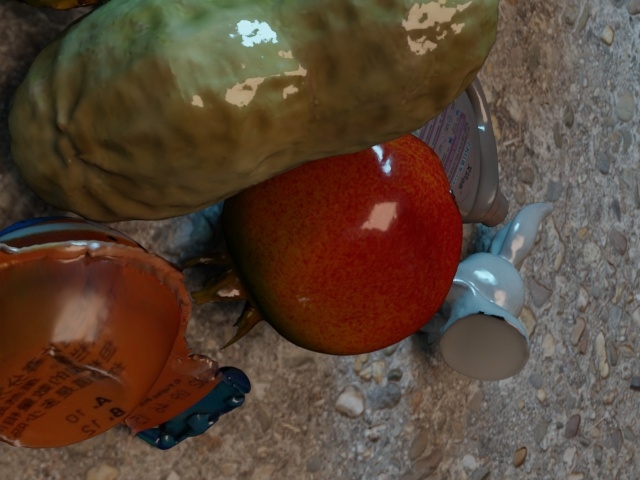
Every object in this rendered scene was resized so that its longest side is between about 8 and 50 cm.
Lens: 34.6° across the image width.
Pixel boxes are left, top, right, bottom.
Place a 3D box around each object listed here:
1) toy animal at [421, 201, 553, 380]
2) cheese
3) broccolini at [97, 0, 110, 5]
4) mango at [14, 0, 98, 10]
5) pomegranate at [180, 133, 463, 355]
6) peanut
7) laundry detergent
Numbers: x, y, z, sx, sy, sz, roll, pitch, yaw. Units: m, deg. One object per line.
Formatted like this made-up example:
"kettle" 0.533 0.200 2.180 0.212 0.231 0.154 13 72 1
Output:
"toy animal" 0.187 0.041 1.175 0.220 0.131 0.103 -70 165 -44
"cheese" -0.177 0.091 0.806 0.217 0.129 0.329 -33 142 13
"broccolini" -0.126 -0.259 0.876 0.054 0.052 0.194 46 64 -40
"mango" -0.164 -0.276 0.770 0.248 0.151 0.156 -60 162 -25
"pomegranate" 0.000 0.000 0.922 0.257 0.221 0.221 -26 115 -3
"peanut" -0.054 -0.126 0.770 0.192 0.387 0.169 -22 93 -83
"laundry detergent" 0.138 -0.114 1.116 0.237 0.076 0.171 28 75 -41
